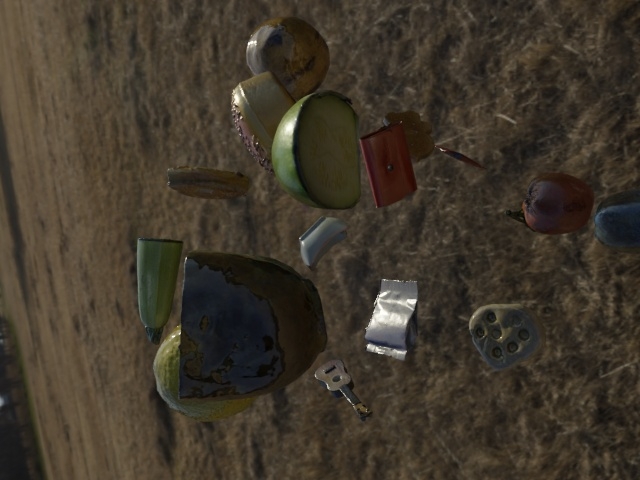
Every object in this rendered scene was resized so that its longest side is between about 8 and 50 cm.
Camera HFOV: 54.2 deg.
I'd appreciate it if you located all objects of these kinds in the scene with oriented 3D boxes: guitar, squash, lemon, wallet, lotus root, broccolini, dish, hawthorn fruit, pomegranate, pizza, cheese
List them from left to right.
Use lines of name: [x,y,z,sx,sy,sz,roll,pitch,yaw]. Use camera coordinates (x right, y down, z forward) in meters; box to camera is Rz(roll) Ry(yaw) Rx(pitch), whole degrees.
squash: [-0.331,0.103,1.272,0.094,0.094,0.225,11,98,60]
lemon: [-0.267,0.311,1.547,0.321,0.268,0.268,-40,56,14]
pizza: [-0.250,-0.130,1.451,0.161,0.181,0.063,84,-173,-74]
lotus root: [-0.112,0.158,1.092,0.149,0.260,0.267,180,93,-81]
pomegranate: [-0.107,-0.604,2.084,0.281,0.281,0.282,28,123,55]
dish: [0.000,0.000,1.686,0.077,0.151,0.212,44,175,6]
squash: [0.007,-0.176,1.219,0.309,0.209,0.234,-162,71,-81]
guitar: [0.067,0.379,1.559,0.038,0.083,0.271,63,169,-24]
wallet: [0.189,-0.208,1.715,0.045,0.142,0.205,28,139,59]
cheese: [0.577,0.297,1.936,0.235,0.117,0.218,22,92,36]
broccolini: [0.605,-0.073,1.847,0.058,0.201,0.074,-45,61,21]
hawthorn fruit: [0.649,-0.102,1.706,0.189,0.189,0.189,28,123,55]
lotus root: [0.821,-0.050,1.478,0.322,0.140,0.158,-2,61,31]

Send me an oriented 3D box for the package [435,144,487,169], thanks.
package: [0.495,-0.293,2.205,0.083,0.200,0.022,38,108,60]

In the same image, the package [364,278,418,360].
package: [0.240,0.256,2.053,0.203,0.062,0.251,1,76,55]

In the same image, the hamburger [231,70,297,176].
hamburger: [-0.116,-0.288,1.620,0.300,0.176,0.300,54,-173,-9]

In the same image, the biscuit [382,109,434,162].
biscuit: [0.278,-0.323,1.945,0.036,0.165,0.226,98,157,-49]
